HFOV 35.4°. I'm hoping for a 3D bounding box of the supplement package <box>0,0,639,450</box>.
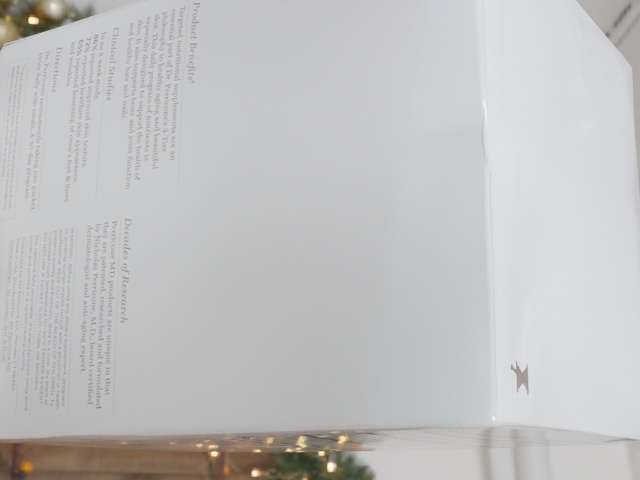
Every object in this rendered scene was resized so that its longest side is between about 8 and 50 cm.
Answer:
[{"bbox_3d":[0.000,0.000,0.485,0.198,0.262,0.199,20,66,-55],"label":"supplement package"}]
